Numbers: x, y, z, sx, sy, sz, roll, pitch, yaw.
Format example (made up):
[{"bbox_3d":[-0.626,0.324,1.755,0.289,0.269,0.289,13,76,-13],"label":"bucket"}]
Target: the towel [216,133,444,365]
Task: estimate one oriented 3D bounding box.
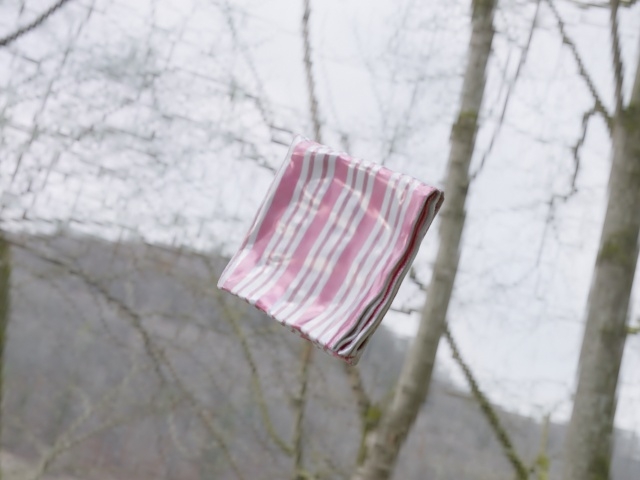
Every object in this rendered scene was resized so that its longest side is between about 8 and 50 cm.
[{"bbox_3d":[0.000,0.000,1.102,0.029,0.144,0.197,29,-2,-37],"label":"towel"}]
